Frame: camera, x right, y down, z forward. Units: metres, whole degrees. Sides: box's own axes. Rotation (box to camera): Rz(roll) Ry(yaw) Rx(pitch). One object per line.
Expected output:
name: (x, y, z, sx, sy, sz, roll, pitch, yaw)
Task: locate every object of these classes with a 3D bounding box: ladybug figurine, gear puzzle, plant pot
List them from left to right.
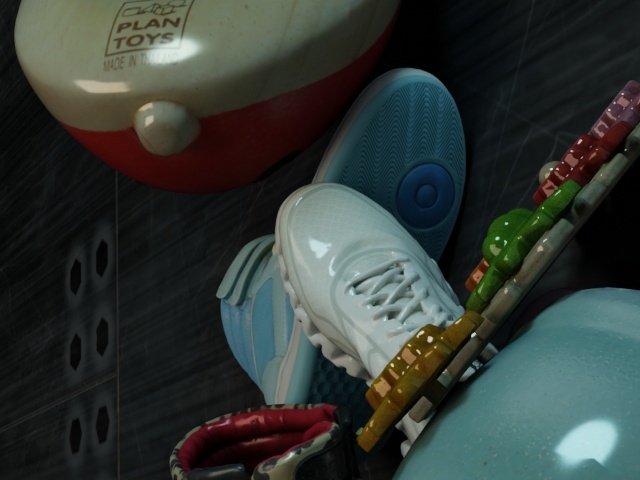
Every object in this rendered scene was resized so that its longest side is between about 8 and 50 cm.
ladybug figurine: (-0.075, -0.174, 1.185, 0.449, 0.305, 0.162, -71, -26, -54)
gear puzzle: (0.101, 0.013, 0.837, 0.044, 0.339, 0.175, 39, 132, 8)
plant pot: (0.126, 0.196, 0.703, 0.293, 0.196, 0.293, 40, 147, 33)

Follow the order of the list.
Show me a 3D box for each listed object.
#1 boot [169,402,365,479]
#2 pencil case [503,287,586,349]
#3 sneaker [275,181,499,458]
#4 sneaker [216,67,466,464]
boot: (0.027, 0.263, 0.985, 0.377, 0.138, 0.284, 2, 113, 69)
pencil case: (0.216, 0.077, 0.779, 0.284, 0.124, 0.124, -9, 77, 61)
sneaker: (0.065, 0.069, 0.991, 0.292, 0.110, 0.118, 57, 166, 21)
sneaker: (0.000, 0.000, 1.198, 0.208, 0.127, 0.319, 39, 116, 59)
